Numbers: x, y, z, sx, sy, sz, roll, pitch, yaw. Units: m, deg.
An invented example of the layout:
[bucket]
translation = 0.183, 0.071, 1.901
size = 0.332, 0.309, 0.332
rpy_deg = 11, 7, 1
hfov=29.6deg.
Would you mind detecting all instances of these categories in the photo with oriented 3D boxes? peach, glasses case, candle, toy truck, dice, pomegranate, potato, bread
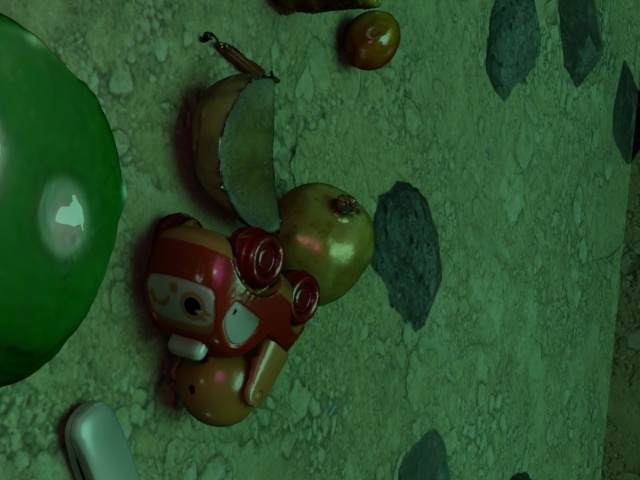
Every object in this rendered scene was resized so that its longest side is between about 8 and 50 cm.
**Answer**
[peach]
translation = 0.089, -0.336, 2.030
size = 0.100, 0.100, 0.101
rpy_deg = -5, 96, -58
[glasses case]
translation = -0.272, 0.293, 1.535
size = 0.074, 0.049, 0.193
rpy_deg = -44, 127, -48
[candle]
translation = -0.122, -0.267, 1.771
size = 0.167, 0.021, 0.026
rpy_deg = 33, 55, -53
[toy truck]
translation = -0.138, 0.111, 1.623
size = 0.265, 0.189, 0.239
rpy_deg = 48, 61, -48
[dice]
translation = -0.380, -0.041, 1.116
size = 0.300, 0.297, 0.287
rpy_deg = 47, 51, -48
[pomegranate]
translation = 0.000, 0.000, 1.829
size = 0.196, 0.196, 0.196
rpy_deg = -5, 96, -58
[potato]
translation = -0.130, -0.114, 1.698
size = 0.138, 0.098, 0.243
rpy_deg = -26, 121, -50
[bread]
translation = 0.002, -0.403, 1.818
size = 0.132, 0.172, 0.103
rpy_deg = 58, 45, -40
